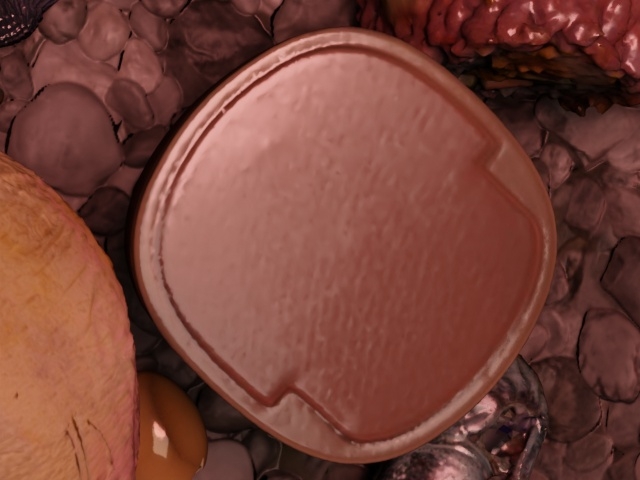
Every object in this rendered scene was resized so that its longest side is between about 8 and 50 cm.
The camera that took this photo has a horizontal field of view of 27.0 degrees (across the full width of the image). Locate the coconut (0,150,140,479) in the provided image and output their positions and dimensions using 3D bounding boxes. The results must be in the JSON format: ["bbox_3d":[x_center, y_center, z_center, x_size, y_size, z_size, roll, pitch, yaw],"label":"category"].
[{"bbox_3d":[-0.302,0.102,0.867,0.405,0.404,0.404,-1,93,-16],"label":"coconut"}]

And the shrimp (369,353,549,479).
[{"bbox_3d":[0.094,0.259,1.068,0.137,0.172,0.372,22,79,-21],"label":"shrimp"}]

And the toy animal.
[{"bbox_3d":[-0.278,-0.140,0.997,0.108,0.062,0.220,47,69,-13],"label":"toy animal"}]

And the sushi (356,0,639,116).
[{"bbox_3d":[0.148,-0.193,1.011,0.237,0.270,0.170,6,90,-23],"label":"sushi"}]

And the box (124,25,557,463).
[{"bbox_3d":[0.000,0.000,1.004,0.301,0.216,0.300,-1,93,-14],"label":"box"}]

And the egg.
[{"bbox_3d":[-0.130,0.150,1.044,0.080,0.080,0.096,-20,102,-14],"label":"egg"}]
